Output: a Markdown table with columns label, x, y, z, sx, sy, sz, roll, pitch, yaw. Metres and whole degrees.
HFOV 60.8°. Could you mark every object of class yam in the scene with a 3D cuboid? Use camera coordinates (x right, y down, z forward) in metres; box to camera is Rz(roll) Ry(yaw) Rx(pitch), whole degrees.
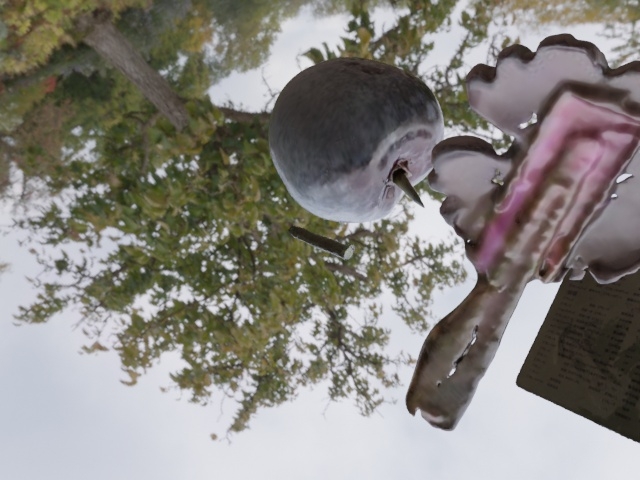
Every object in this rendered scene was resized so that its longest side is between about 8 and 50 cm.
| label | x | y | z | sx | sy | sz | roll | pitch | yaw |
| --- | --- | --- | --- | --- | --- | --- | --- | --- | --- |
| yam | 0.000 | 0.000 | 0.948 | 0.129 | 0.027 | 0.033 | 24 | -121 | 34 |

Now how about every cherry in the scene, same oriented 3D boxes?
| label | x | y | z | sx | sy | sz | roll | pitch | yaw |
| --- | --- | --- | --- | --- | --- | --- | --- | --- | --- |
| cherry | 0.051 | -0.148 | 0.809 | 0.255 | 0.218 | 0.296 | -39 | -125 | -13 |

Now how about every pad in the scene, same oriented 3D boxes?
| label | x | y | z | sx | sy | sz | roll | pitch | yaw |
| --- | --- | --- | --- | --- | --- | --- | --- | --- | --- |
| pad | 0.299 | 0.096 | 0.448 | 0.265 | 0.009 | 0.160 | 16 | -104 | 57 |

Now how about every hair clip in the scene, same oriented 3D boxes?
| label | x | y | z | sx | sy | sz | roll | pitch | yaw |
| --- | --- | --- | --- | --- | --- | --- | --- | --- | --- |
| hair clip | 0.140 | 0.012 | 0.401 | 0.172 | 0.301 | 0.069 | 28 | -151 | 12 |
